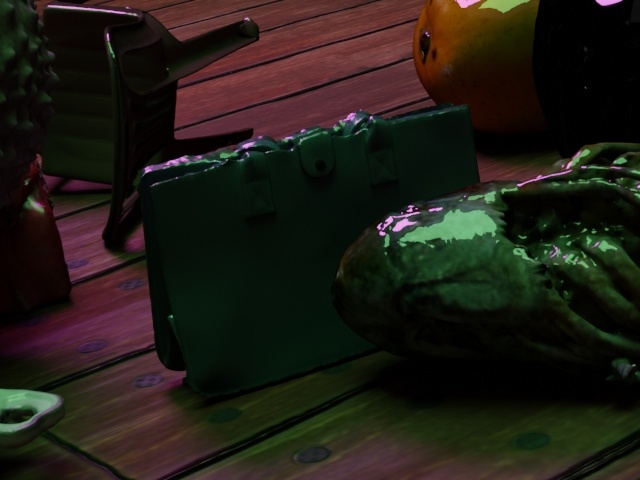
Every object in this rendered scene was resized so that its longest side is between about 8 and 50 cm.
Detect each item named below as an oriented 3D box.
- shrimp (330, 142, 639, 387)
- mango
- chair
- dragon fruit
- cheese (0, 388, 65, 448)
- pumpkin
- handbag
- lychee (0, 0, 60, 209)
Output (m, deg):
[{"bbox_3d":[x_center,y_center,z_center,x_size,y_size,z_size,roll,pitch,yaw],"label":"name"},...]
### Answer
[{"bbox_3d":[0.189,0.025,0.867,0.372,0.137,0.172,-11,53,16],"label":"shrimp"},{"bbox_3d":[0.199,-0.185,1.432,0.191,0.160,0.290,-2,13,44],"label":"mango"},{"bbox_3d":[-0.189,-0.120,1.362,0.183,0.176,0.326,8,16,16],"label":"chair"},{"bbox_3d":[-0.327,-0.044,1.220,0.205,0.152,0.317,-15,20,-17],"label":"dragon fruit"},{"bbox_3d":[-0.254,0.085,0.927,0.248,0.071,0.163,-4,19,12],"label":"cheese"},{"bbox_3d":[0.295,-0.126,1.096,0.315,0.238,0.315,-17,31,10],"label":"pumpkin"},{"bbox_3d":[0.000,0.000,0.962,0.221,0.144,0.057,-15,17,-21],"label":"handbag"},{"bbox_3d":[-0.315,-0.102,1.000,0.300,0.300,0.300,-7,18,2],"label":"lychee"}]
